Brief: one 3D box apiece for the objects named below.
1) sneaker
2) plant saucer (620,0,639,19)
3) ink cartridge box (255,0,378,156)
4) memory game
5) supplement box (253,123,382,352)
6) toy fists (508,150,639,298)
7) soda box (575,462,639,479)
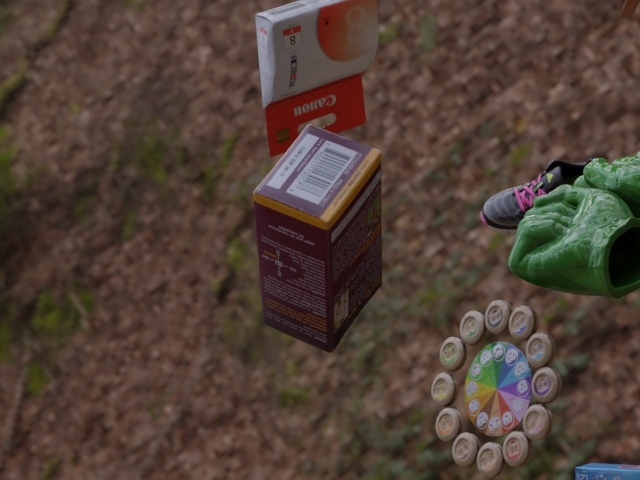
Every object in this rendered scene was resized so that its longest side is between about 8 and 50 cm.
[{"bbox_3d":[0.277,-0.061,2.084,0.170,0.063,0.075,-14,-35,2],"label":"sneaker"},{"bbox_3d":[0.420,-0.331,2.251,0.083,0.013,0.083,-60,-11,-20],"label":"plant saucer"},{"bbox_3d":[0.000,-0.191,1.952,0.145,0.179,0.045,-22,30,-28],"label":"ink cartridge box"},{"bbox_3d":[0.178,0.153,1.759,0.012,0.186,0.186,12,-39,-38],"label":"memory game"},{"bbox_3d":[0.000,0.000,1.586,0.104,0.081,0.188,-52,-25,-35],"label":"supplement box"},{"bbox_3d":[0.305,-0.024,1.785,0.142,0.096,0.279,3,26,43],"label":"toy fists"},{"bbox_3d":[0.439,0.327,2.193,0.210,0.067,0.071,0,-2,26],"label":"soda box"}]
